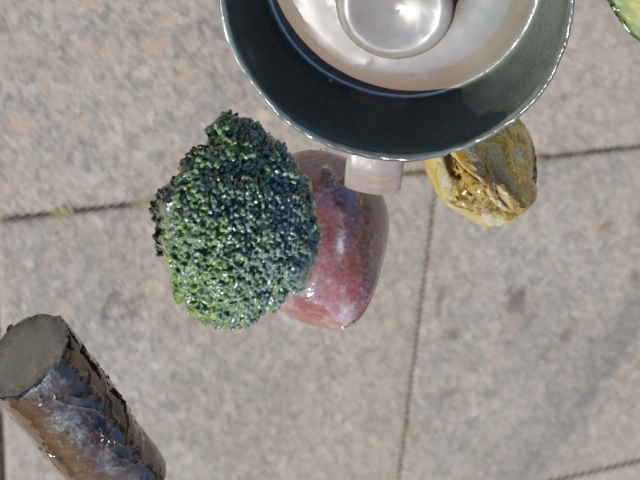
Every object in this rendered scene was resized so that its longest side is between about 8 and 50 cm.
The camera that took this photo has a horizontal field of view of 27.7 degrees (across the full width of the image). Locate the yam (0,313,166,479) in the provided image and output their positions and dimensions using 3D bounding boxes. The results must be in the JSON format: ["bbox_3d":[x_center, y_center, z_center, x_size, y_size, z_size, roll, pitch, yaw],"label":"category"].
[{"bbox_3d":[-0.289,0.211,1.534,0.131,0.131,0.280,-33,133,-7],"label":"yam"}]

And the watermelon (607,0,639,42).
[{"bbox_3d":[0.475,-0.349,1.444,0.331,0.189,0.331,5,109,15],"label":"watermelon"}]

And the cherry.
[{"bbox_3d":[0.000,0.000,2.011,0.221,0.307,0.261,-10,155,7],"label":"cherry"}]

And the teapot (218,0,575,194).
[{"bbox_3d":[0.056,-0.206,0.857,0.253,0.344,0.300,9,127,4],"label":"teapot"}]

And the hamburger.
[{"bbox_3d":[0.178,-0.092,1.448,0.138,0.147,0.083,29,138,-36],"label":"hamburger"}]

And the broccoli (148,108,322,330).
[{"bbox_3d":[-0.097,-0.022,1.485,0.198,0.226,0.176,-15,165,-13],"label":"broccoli"}]
